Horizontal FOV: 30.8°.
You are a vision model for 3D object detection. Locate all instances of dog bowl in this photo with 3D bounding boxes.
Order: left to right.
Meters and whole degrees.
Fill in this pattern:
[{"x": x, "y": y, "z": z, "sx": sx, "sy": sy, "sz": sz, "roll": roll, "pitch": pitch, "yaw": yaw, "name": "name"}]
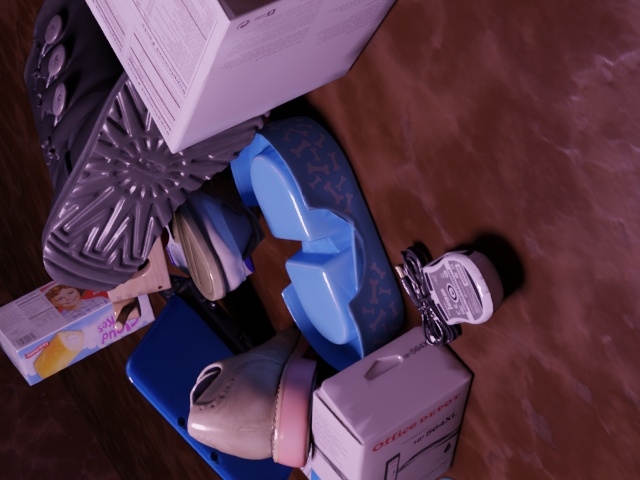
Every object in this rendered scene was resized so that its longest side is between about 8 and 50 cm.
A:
[{"x": 0.000, "y": 0.000, "z": 1.270, "sx": 0.166, "sy": 0.074, "sz": 0.297, "roll": 6, "pitch": 120, "yaw": 63, "name": "dog bowl"}]

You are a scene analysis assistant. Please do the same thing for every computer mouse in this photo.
[{"x": 0.130, "y": 0.046, "z": 1.090, "sx": 0.106, "sy": 0.042, "sz": 0.193, "roll": 67, "pitch": 163, "yaw": 0, "name": "computer mouse"}]

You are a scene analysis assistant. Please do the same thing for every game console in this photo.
[{"x": -0.158, "y": 0.207, "z": 1.621, "sx": 0.293, "sy": 0.173, "sz": 0.250, "roll": 51, "pitch": 161, "yaw": -18, "name": "game console"}]

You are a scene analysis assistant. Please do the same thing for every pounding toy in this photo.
[{"x": -0.235, "y": 0.029, "z": 1.491, "sx": 0.206, "sy": 0.094, "sz": 0.181, "roll": 87, "pitch": 166, "yaw": -53, "name": "pounding toy"}]

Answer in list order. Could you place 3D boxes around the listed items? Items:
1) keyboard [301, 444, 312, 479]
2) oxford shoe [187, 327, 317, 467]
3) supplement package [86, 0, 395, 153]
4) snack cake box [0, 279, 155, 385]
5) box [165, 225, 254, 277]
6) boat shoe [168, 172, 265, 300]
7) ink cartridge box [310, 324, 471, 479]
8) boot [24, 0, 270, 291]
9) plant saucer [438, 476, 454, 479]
[{"x": 0.011, "y": 0.319, "z": 1.685, "sx": 0.072, "sy": 0.014, "sz": 0.256, "roll": 55, "pitch": 157, "yaw": 17, "name": "keyboard"}, {"x": -0.080, "y": 0.172, "z": 1.409, "sx": 0.397, "sy": 0.147, "sz": 0.140, "roll": -164, "pitch": 78, "yaw": -89, "name": "oxford shoe"}, {"x": -0.068, "y": -0.238, "z": 0.975, "sx": 0.198, "sy": 0.199, "sz": 0.262, "roll": 59, "pitch": 158, "yaw": 7, "name": "supplement package"}, {"x": -0.466, "y": 0.143, "z": 2.175, "sx": 0.152, "sy": 0.264, "sz": 0.089, "roll": 36, "pitch": 146, "yaw": 47, "name": "snack cake box"}, {"x": -0.167, "y": -0.014, "z": 1.613, "sx": 0.137, "sy": 0.072, "sz": 0.126, "roll": 29, "pitch": 141, "yaw": 52, "name": "box"}, {"x": -0.122, "y": -0.025, "z": 1.384, "sx": 0.302, "sy": 0.103, "sz": 0.113, "roll": -126, "pitch": 24, "yaw": -63, "name": "boat shoe"}, {"x": 0.072, "y": 0.206, "z": 1.250, "sx": 0.086, "sy": 0.148, "sz": 0.203, "roll": 48, "pitch": 154, "yaw": 29, "name": "ink cartridge box"}, {"x": -0.216, "y": -0.208, "z": 1.346, "sx": 0.146, "sy": 0.367, "sz": 0.445, "roll": 31, "pitch": -156, "yaw": -31, "name": "boot"}, {"x": 0.167, "y": 0.335, "z": 1.361, "sx": 0.119, "sy": 0.021, "sz": 0.119, "roll": 47, "pitch": 153, "yaw": 33, "name": "plant saucer"}]
